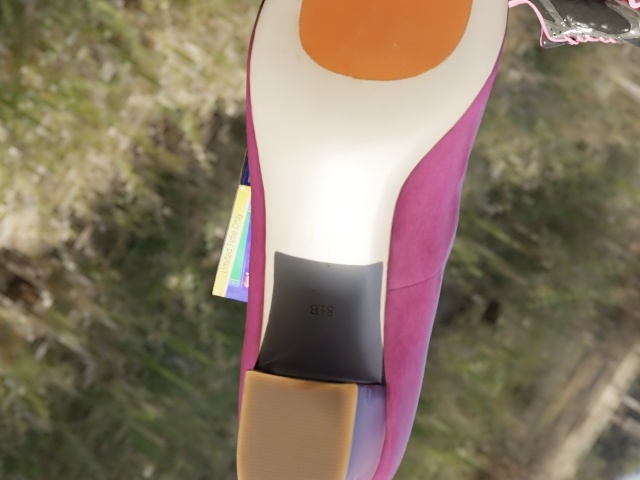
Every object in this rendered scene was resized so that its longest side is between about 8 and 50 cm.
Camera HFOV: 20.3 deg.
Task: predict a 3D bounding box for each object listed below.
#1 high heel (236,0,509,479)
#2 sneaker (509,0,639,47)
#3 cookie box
[{"bbox_3d":[0.022,-0.037,0.961,0.181,0.127,0.377,4,103,-83],"label":"high heel"},{"bbox_3d":[0.160,-0.137,1.090,0.057,0.119,0.047,-59,172,6],"label":"sneaker"},{"bbox_3d":[0.000,0.000,1.011,0.040,0.107,0.092,-79,-176,-46],"label":"cookie box"}]
